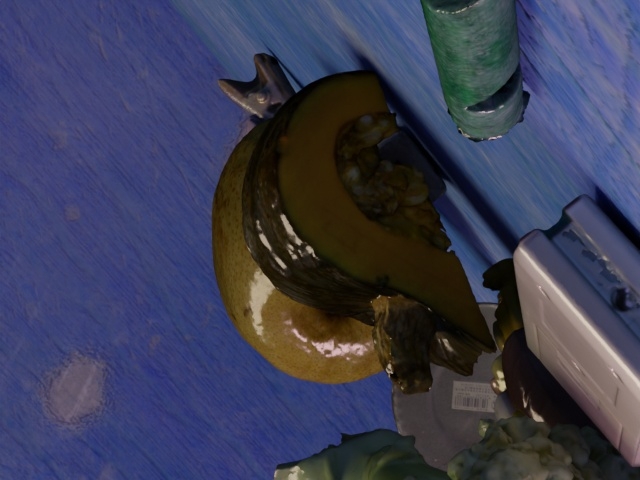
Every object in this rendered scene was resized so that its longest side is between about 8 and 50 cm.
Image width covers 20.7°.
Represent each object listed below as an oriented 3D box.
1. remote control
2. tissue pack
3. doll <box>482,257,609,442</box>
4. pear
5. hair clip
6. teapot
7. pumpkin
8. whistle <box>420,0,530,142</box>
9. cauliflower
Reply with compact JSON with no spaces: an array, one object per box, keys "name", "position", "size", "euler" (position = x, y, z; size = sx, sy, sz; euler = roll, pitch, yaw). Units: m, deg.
[{"name":"remote control","position":[0.160,0.055,0.944],"size":[0.103,0.055,0.277],"euler":[49,178,15]},{"name":"tissue pack","position":[0.062,-0.054,1.371],"size":[0.062,0.042,0.083],"euler":[52,178,-7]},{"name":"doll","position":[0.171,0.105,1.284],"size":[0.145,0.096,0.188],"euler":[59,-175,-27]},{"name":"pear","position":[0.000,0.000,1.523],"size":[0.211,0.188,0.228],"euler":[-101,9,-50]},{"name":"hair clip","position":[0.001,-0.095,1.886],"size":[0.292,0.084,0.106],"euler":[44,-166,28]},{"name":"teapot","position":[0.165,0.143,1.567],"size":[0.239,0.162,0.149],"euler":[19,180,14]},{"name":"pumpkin","position":[0.022,0.011,1.278],"size":[0.248,0.126,0.131],"euler":[62,156,0]},{"name":"whistle","position":[0.063,-0.082,0.707],"size":[0.039,0.039,0.186],"euler":[50,178,15]},{"name":"cauliflower","position":[0.120,0.205,1.110],"size":[0.327,0.260,0.281],"euler":[70,178,-55]}]
